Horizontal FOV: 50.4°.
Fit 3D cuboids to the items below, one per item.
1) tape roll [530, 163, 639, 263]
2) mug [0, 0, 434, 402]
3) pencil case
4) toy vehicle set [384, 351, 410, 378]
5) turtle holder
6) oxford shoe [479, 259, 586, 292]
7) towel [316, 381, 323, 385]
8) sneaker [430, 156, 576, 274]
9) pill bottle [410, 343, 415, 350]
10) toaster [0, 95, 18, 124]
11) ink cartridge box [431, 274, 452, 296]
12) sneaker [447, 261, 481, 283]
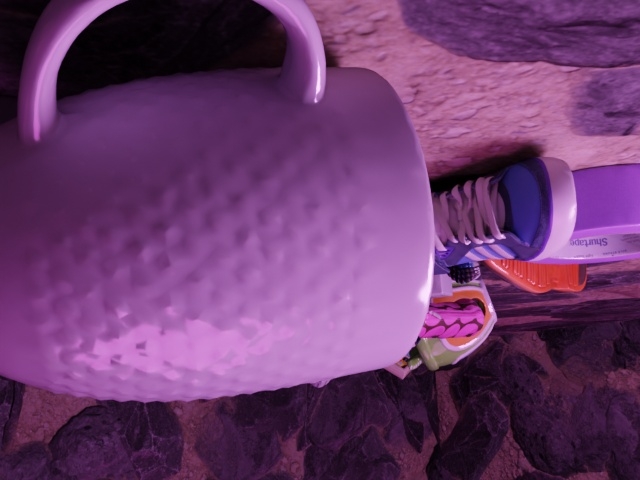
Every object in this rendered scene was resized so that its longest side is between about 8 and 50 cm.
[{"bbox_3d":[0.429,-0.032,1.040,0.275,0.090,0.275,-2,168,0],"label":"tape roll"},{"bbox_3d":[-0.107,-0.040,0.545,0.328,0.276,0.374,-7,132,-19],"label":"mug"},{"bbox_3d":[0.236,0.154,1.343,0.209,0.095,0.098,2,147,-42],"label":"pencil case"},{"bbox_3d":[0.173,0.276,1.971,0.267,0.035,0.166,28,-137,25],"label":"toy vehicle set"},{"bbox_3d":[0.297,0.184,1.640,0.228,0.243,0.320,-21,155,8],"label":"turtle holder"},{"bbox_3d":[0.358,0.040,1.247,0.133,0.129,0.364,-7,163,42],"label":"oxford shoe"},{"bbox_3d":[0.007,0.174,1.497,0.121,0.283,0.235,19,165,7],"label":"towel"},{"bbox_3d":[0.179,-0.024,0.937,0.237,0.130,0.323,-5,173,-6],"label":"sneaker"},{"bbox_3d":[0.210,0.214,1.878,0.323,0.181,0.181,1,167,-8],"label":"pill bottle"},{"bbox_3d":[-0.327,-0.069,0.720,0.186,0.110,0.168,2,165,-17],"label":"toaster"},{"bbox_3d":[0.182,0.065,1.381,0.151,0.109,0.063,-9,168,29],"label":"ink cartridge box"},{"bbox_3d":[0.254,0.022,1.240,0.083,0.071,0.190,-11,-162,-13],"label":"sneaker"}]
